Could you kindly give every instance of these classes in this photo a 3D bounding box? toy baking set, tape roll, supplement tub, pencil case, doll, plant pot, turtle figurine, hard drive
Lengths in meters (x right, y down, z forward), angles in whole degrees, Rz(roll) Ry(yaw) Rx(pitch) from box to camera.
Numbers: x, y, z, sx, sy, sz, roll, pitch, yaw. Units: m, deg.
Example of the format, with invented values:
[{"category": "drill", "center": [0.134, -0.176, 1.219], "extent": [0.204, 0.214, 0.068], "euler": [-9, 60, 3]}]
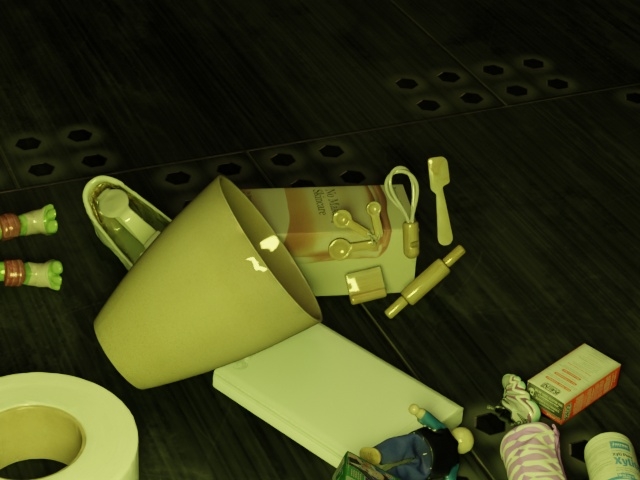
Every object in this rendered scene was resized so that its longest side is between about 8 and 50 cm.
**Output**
[{"category": "toy baking set", "center": [0.130, -0.004, 2.200], "extent": [0.256, 0.197, 0.030], "euler": [-38, 15, 0]}, {"category": "tape roll", "center": [-0.380, 0.297, 1.832], "extent": [0.286, 0.100, 0.286], "euler": [2, 34, -2]}, {"category": "supplement tub", "center": [0.399, 0.320, 1.897], "extent": [0.071, 0.071, 0.107], "euler": [2, 35, -2]}, {"category": "pencil case", "center": [0.298, 0.331, 1.853], "extent": [0.088, 0.086, 0.206], "euler": [-30, 34, 12]}, {"category": "doll", "center": [0.140, 0.285, 1.904], "extent": [0.189, 0.046, 0.129], "euler": [-9, 76, -40]}, {"category": "plant pot", "center": [-0.181, 0.087, 2.019], "extent": [0.274, 0.256, 0.256], "euler": [-35, 37, 6]}, {"category": "turtle figurine", "center": [-0.528, 0.008, 2.146], "extent": [0.266, 0.275, 0.198], "euler": [-4, 49, -26]}, {"category": "hard drive", "center": [0.024, 0.227, 2.030], "extent": [0.307, 0.040, 0.203], "euler": [29, 41, 32]}]

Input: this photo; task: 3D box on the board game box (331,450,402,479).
[{"category": "board game box", "center": [0.111, 0.352, 1.650], "extent": [0.213, 0.046, 0.317], "euler": [30, 5, 0]}]

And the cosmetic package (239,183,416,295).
[{"category": "cosmetic package", "center": [0.000, 0.000, 2.287], "extent": [0.296, 0.129, 0.153], "euler": [-3, 33, -10]}]

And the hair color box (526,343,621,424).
[{"category": "hair color box", "center": [0.375, 0.212, 2.081], "extent": [0.141, 0.043, 0.072], "euler": [-25, 43, -37]}]

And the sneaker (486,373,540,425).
[{"category": "sneaker", "center": [0.270, 0.233, 2.043], "extent": [0.069, 0.038, 0.098], "euler": [-9, 35, -19]}]

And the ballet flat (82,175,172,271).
[{"category": "ballet flat", "center": [-0.263, 0.012, 2.229], "extent": [0.139, 0.139, 0.400], "euler": [-20, 39, -31]}]
